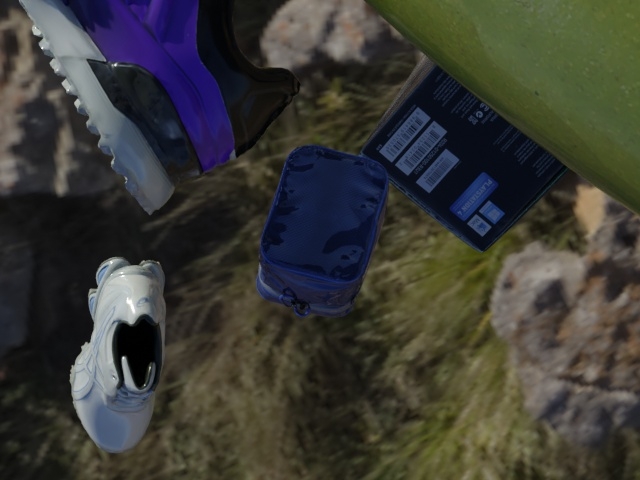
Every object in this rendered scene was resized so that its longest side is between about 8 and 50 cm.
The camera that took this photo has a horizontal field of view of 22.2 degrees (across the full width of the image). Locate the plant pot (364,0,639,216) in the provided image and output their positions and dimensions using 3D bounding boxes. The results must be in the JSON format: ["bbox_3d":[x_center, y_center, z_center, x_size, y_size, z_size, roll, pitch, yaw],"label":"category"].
[{"bbox_3d":[0.171,-0.115,0.655,0.293,0.275,0.275,53,123,20],"label":"plant pot"}]

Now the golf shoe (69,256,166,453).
[{"bbox_3d":[-0.151,0.102,1.240,0.086,0.069,0.176,-115,27,-55],"label":"golf shoe"}]

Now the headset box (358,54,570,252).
[{"bbox_3d":[0.183,-0.165,1.318,0.131,0.283,0.246,39,120,-4],"label":"headset box"}]

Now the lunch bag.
[{"bbox_3d":[0.000,0.000,0.989,0.067,0.098,0.065,17,156,3],"label":"lunch bag"}]

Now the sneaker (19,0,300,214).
[{"bbox_3d":[-0.108,-0.174,0.898,0.146,0.102,0.293,-29,99,-2],"label":"sneaker"}]
